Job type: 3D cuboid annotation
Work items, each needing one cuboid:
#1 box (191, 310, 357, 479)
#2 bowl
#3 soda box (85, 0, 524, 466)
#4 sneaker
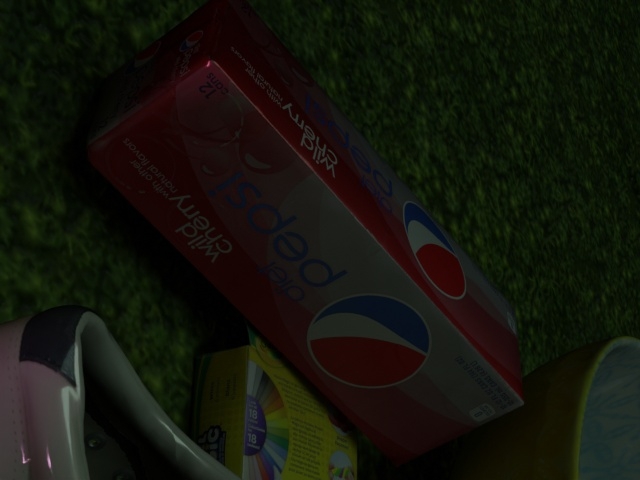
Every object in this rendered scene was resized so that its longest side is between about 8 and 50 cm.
[{"bbox_3d":[-0.024,0.133,0.672,0.105,0.043,0.179,32,54,-47],"label":"box"},{"bbox_3d":[0.146,0.212,0.788,0.289,0.156,0.289,31,52,-51],"label":"bowl"},{"bbox_3d":[0.000,0.000,0.670,0.263,0.092,0.083,46,27,-26],"label":"soda box"},{"bbox_3d":[-0.047,0.132,0.417,0.258,0.091,0.094,57,24,-26],"label":"sneaker"}]
